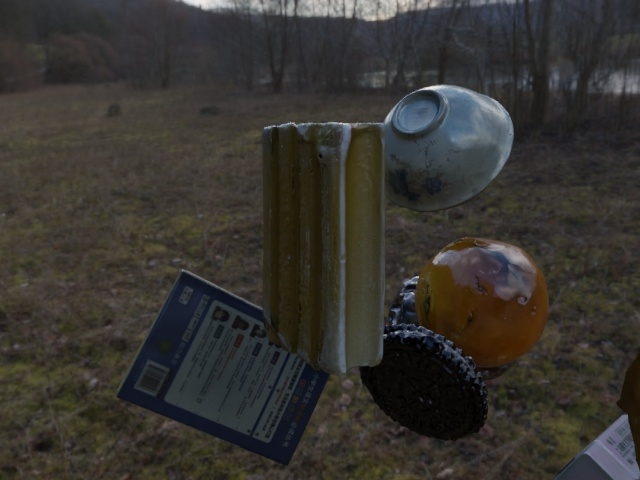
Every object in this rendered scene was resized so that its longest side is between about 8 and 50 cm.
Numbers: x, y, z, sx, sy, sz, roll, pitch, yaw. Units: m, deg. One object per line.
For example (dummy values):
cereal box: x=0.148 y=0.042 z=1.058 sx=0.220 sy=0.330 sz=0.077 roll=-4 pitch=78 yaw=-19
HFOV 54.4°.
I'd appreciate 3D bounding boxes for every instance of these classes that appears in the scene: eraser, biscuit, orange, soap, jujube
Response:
eraser: x=0.463 y=0.379 z=1.024 sx=0.287 sy=0.130 sz=0.086 roll=1 pitch=42 yaw=-52
biscuit: x=0.139 y=0.196 z=0.852 sx=0.194 sy=0.195 sz=0.053 roll=7 pitch=35 yaw=34
orange: x=0.294 y=0.112 z=1.152 sx=0.246 sy=0.246 sz=0.246 roll=-4 pitch=16 yaw=1
soap: x=0.000 y=0.000 z=0.738 sx=0.089 sy=0.274 sz=0.173 roll=-6 pitch=10 yaw=-32
jujube: x=0.313 y=0.209 z=1.483 sx=0.316 sy=0.226 sz=0.226 roll=19 pitch=12 yaw=-12

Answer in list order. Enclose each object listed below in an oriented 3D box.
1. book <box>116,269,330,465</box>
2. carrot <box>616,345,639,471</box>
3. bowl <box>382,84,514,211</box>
book: x=-0.187 y=0.288 z=1.380 sx=0.427 sy=0.300 sz=0.039 roll=31 pitch=-11 yaw=-21
carrot: x=0.412 y=0.185 z=0.523 sx=0.340 sy=0.242 sz=0.241 roll=26 pitch=2 yaw=-27
bowl: x=0.228 y=-0.226 z=1.297 sx=0.313 sy=0.314 sz=0.146 roll=8 pitch=-21 yaw=36
